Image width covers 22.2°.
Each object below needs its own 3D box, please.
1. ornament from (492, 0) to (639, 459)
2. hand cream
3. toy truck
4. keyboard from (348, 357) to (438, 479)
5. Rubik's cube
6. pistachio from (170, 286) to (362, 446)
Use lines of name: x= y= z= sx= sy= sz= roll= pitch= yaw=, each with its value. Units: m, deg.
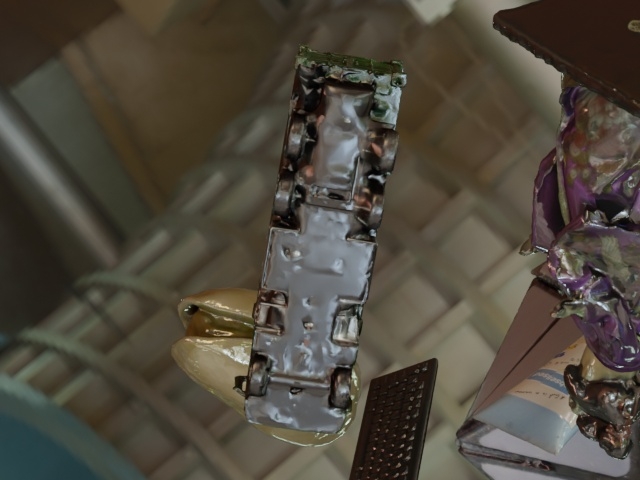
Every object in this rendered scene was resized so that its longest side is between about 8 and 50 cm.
ornament: x=0.107 y=-0.002 z=0.621 sx=0.088 sy=0.081 sz=0.203 roll=-21 pitch=138 yaw=-24
hand cream: x=0.175 y=0.087 z=1.062 sx=0.171 sy=0.065 sz=0.043 roll=-33 pitch=130 yaw=-39
toy truck: x=0.000 y=0.000 z=1.153 sx=0.121 sy=0.088 sz=0.259 roll=-90 pitch=-171 yaw=-77
keyboard: x=0.046 y=0.170 z=1.171 sx=0.067 sy=0.011 sz=0.202 roll=-21 pitch=-143 yaw=32
Rubik's cube: x=0.311 y=0.128 z=1.416 sx=0.255 sy=0.260 sz=0.259 roll=-41 pitch=-166 yaw=44
pistachio: x=-0.046 y=0.117 z=1.518 sx=0.136 sy=0.226 sz=0.135 roll=-28 pitch=-134 yaw=33
